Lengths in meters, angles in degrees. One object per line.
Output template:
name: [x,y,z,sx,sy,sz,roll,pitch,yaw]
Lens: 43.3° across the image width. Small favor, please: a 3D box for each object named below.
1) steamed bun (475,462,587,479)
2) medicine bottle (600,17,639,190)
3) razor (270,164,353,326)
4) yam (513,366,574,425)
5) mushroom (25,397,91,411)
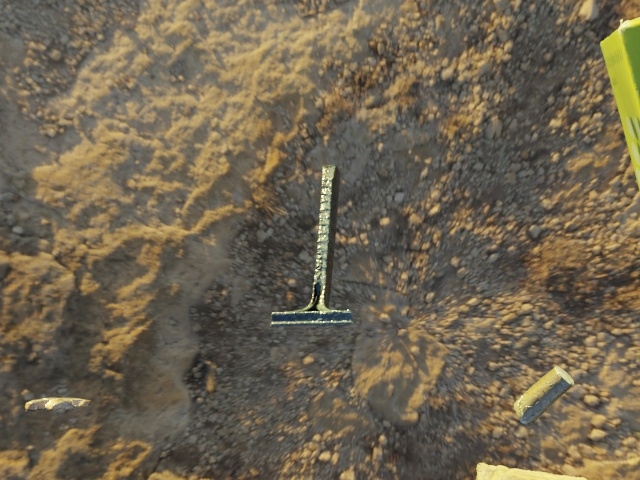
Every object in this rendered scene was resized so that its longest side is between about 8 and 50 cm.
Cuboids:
steamed bun: [0.473,0.558,1.693,0.295,0.292,0.137,10,80,1]
medicine bottle: [0.302,-0.053,0.577,0.141,0.137,0.250,-15,94,12]
razor: [0.001,0.004,0.696,0.066,0.033,0.190,-3,46,10]
yam: [0.426,0.297,1.549,0.054,0.054,0.132,43,118,8]
mushroom: [-0.414,0.259,1.275,0.101,0.049,0.019,2,85,-29]
